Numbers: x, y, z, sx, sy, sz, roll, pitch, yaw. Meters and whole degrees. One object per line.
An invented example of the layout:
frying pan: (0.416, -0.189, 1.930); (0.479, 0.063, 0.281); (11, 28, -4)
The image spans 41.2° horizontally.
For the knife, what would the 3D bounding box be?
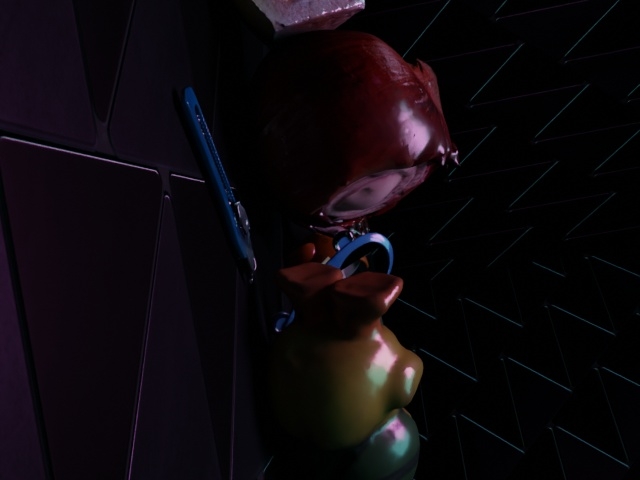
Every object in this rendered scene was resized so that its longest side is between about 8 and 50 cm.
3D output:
knife: (-0.117, -0.059, 1.022); (0.296, 0.026, 0.044); (74, 20, -44)

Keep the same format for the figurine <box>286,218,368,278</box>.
figurine: (0.008, 0.004, 1.522); (0.143, 0.143, 0.271); (73, 11, -48)

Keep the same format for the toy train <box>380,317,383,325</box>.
toy train: (0.078, 0.198, 1.864); (0.326, 0.129, 0.159); (29, 45, -81)

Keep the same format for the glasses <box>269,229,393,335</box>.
glasses: (0.018, 0.088, 1.307); (0.102, 0.239, 0.207); (37, -2, 3)

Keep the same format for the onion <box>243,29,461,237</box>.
onion: (0.027, -0.166, 1.296); (0.341, 0.341, 0.341); (-10, 90, -83)

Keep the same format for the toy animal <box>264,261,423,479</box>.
toy animal: (0.022, 0.210, 1.130); (0.191, 0.216, 0.338); (-28, 117, -48)

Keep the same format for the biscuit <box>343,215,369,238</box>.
biscuit: (0.003, -0.156, 1.672); (0.073, 0.107, 0.388); (14, 57, -50)

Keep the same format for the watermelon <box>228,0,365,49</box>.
watermelon: (-0.053, -0.412, 1.314); (0.262, 0.201, 0.212); (36, 33, -87)
